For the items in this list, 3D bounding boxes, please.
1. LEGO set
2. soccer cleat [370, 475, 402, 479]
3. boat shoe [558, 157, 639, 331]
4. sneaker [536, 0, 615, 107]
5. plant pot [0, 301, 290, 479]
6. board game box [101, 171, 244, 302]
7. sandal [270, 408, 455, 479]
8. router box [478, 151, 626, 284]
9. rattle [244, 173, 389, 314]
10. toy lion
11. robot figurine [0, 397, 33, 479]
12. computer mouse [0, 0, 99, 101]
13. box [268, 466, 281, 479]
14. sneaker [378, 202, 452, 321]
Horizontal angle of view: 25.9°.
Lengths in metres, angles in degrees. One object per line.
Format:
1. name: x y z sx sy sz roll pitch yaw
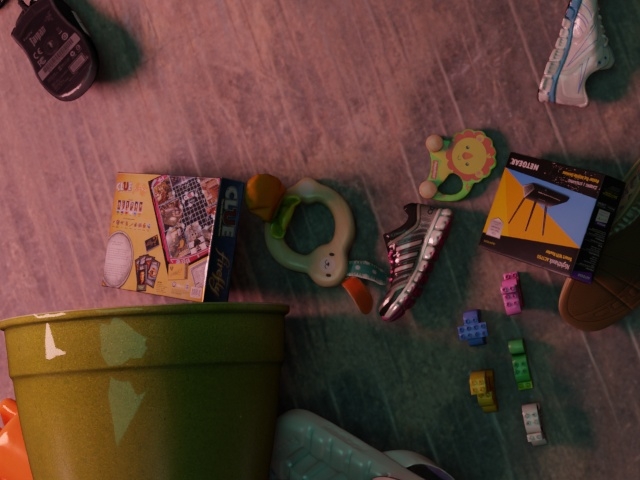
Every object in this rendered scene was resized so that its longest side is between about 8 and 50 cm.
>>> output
1. LEGO set: 0.226 0.157 1.778 0.087 0.093 0.227 -11 84 14
2. soccer cleat: 0.080 0.447 1.727 0.109 0.116 0.318 9 122 27
3. boat shoe: 0.396 -0.013 1.756 0.105 0.089 0.285 33 99 -11
4. sneaker: 0.346 -0.260 1.791 0.083 0.071 0.190 18 100 9
5. plant pot: -0.209 0.267 1.743 0.367 0.366 0.353 -6 84 15
6. board game box: -0.201 -0.006 1.866 0.243 0.042 0.165 7 88 49
7. sandal: 0.121 0.336 1.784 0.416 0.102 0.169 36 134 9
8. router box: 0.288 -0.031 1.746 0.179 0.046 0.133 21 93 56
9. rattle: 0.000 0.000 1.829 0.130 0.143 0.199 -29 70 -11
10. toy lion: 0.184 -0.099 1.840 0.096 0.034 0.100 8 89 8
11. robot figurine: -0.369 0.310 1.913 0.219 0.158 0.128 33 112 15
12. computer mouse: -0.366 -0.327 1.989 0.184 0.060 0.262 -49 65 12
13. box: -0.077 0.327 1.884 0.137 0.027 0.094 -4 87 15
14. sneaker: 0.110 0.024 1.835 0.075 0.063 0.170 26 89 15
